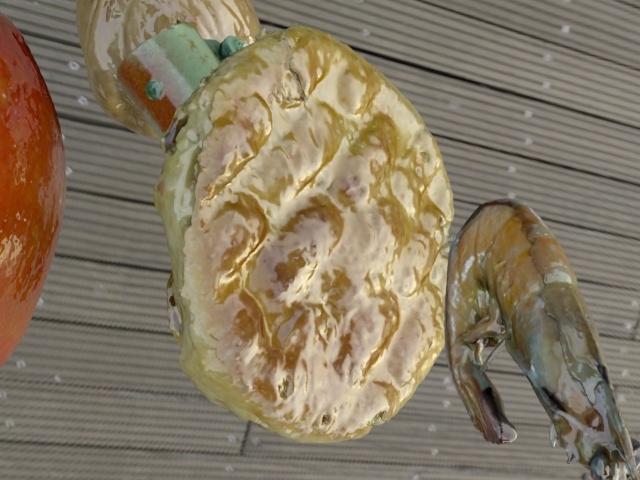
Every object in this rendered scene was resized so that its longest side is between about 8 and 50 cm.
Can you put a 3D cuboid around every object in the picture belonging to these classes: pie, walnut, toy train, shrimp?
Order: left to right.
[{"bbox_3d":[-0.213,-0.291,1.338,0.251,0.277,0.313,-19,145,-2],"label":"walnut"},{"bbox_3d":[-0.072,-0.077,0.871,0.116,0.177,0.285,-37,86,20],"label":"toy train"},{"bbox_3d":[0.000,0.000,0.773,0.339,0.083,0.340,3,86,-47],"label":"pie"},{"bbox_3d":[0.135,0.082,0.612,0.052,0.251,0.144,7,130,-18],"label":"shrimp"}]

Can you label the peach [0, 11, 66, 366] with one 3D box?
[{"bbox_3d":[-0.353,-0.025,0.733,0.290,0.372,0.373,25,95,-56],"label":"peach"}]
